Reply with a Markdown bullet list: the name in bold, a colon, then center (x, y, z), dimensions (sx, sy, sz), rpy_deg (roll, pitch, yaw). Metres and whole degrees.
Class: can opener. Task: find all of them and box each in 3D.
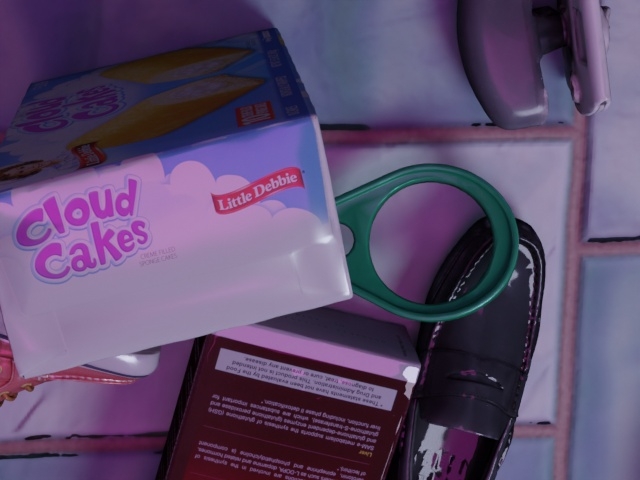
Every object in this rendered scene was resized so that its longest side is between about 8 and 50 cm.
- **can opener**: center (0.111, -0.200, 0.834), dimensions (0.095, 0.076, 0.283), rpy_deg (-12, 107, -3)

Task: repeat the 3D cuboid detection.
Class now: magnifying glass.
- **magnifying glass**: center (0.000, 0.000, 0.887), dimensions (0.231, 0.026, 0.092), rpy_deg (2, 86, 4)

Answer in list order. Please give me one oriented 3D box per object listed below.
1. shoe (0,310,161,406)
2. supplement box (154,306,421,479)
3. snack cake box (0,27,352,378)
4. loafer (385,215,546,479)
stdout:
- **shoe**: center (-0.188, 0.072, 0.896), dimensions (0.178, 0.063, 0.081), rpy_deg (15, 106, -4)
- **supplement box**: center (-0.036, 0.157, 0.929), dimensions (0.130, 0.073, 0.239), rpy_deg (15, 104, -9)
- **snack cake box**: center (-0.077, -0.032, 0.766), dimensions (0.152, 0.264, 0.089), rpy_deg (-12, 107, -2)
- **loafer**: center (0.090, 0.096, 0.919), dimensions (0.076, 0.078, 0.223), rpy_deg (13, 104, -9)
